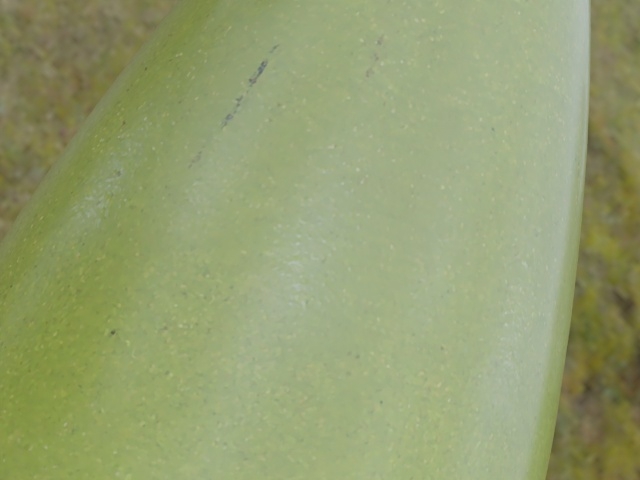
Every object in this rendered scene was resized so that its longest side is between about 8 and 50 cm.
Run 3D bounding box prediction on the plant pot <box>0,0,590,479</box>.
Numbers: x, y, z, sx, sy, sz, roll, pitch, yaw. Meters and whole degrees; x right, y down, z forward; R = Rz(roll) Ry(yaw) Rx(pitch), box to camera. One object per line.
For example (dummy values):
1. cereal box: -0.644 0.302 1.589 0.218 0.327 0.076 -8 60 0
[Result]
1. plant pot: 0.000 0.000 0.727 0.275 0.293 0.275 22 -3 1
